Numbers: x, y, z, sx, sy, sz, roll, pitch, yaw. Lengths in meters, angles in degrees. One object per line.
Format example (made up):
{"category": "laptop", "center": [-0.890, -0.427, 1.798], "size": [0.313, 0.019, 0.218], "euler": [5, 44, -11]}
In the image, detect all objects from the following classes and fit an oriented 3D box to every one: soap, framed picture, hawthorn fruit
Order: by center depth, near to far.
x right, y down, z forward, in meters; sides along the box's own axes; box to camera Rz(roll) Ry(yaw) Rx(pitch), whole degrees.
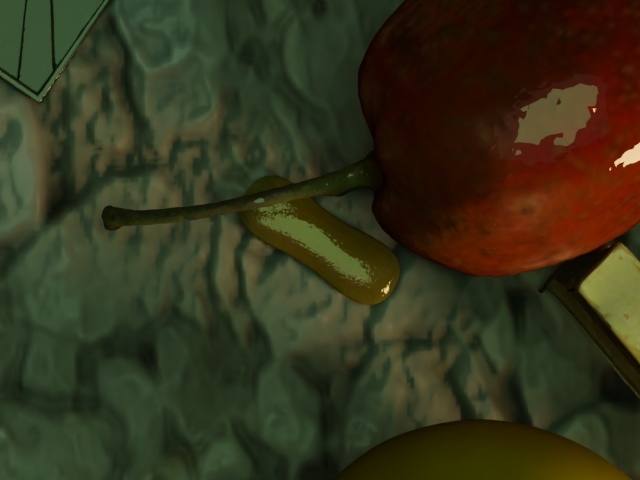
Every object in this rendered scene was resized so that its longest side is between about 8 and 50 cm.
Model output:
{"category": "hawthorn fruit", "center": [0.037, -0.044, 0.841], "size": [0.285, 0.165, 0.165], "euler": [-18, 90, -5]}
{"category": "soap", "center": [0.206, 0.106, 0.885], "size": [0.037, 0.092, 0.252], "euler": [-41, 93, -3]}
{"category": "framed picture", "center": [-0.141, -0.122, 0.895], "size": [0.066, 0.006, 0.089], "euler": [34, 84, -5]}
{"category": "soap", "center": [0.000, 0.000, 0.904], "size": [0.089, 0.012, 0.034], "euler": [33, 84, -5]}

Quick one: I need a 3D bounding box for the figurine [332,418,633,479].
{"category": "figurine", "center": [0.062, 0.248, 0.784], "size": [0.187, 0.215, 0.344], "euler": [8, 74, 7]}
